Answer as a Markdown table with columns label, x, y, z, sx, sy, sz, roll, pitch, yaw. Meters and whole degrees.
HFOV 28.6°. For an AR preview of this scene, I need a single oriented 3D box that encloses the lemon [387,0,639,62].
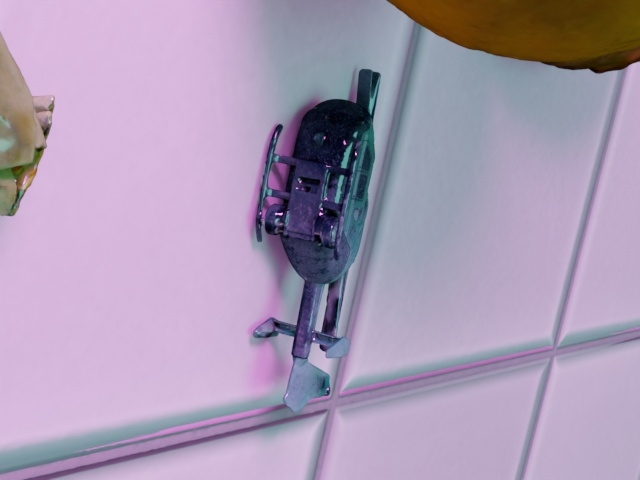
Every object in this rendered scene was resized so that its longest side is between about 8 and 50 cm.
| label | x | y | z | sx | sy | sz | roll | pitch | yaw |
| --- | --- | --- | --- | --- | --- | --- | --- | --- | --- |
| lemon | 0.122 | -0.243 | 0.675 | 0.297 | 0.297 | 0.297 | -30 | 129 | -46 |

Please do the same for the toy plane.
| label | x | y | z | sx | sy | sz | roll | pitch | yaw |
| --- | --- | --- | --- | --- | --- | --- | --- | --- | --- |
| toy plane | 0.000 | 0.000 | 0.826 | 0.096 | 0.060 | 0.235 | -2 | 103 | -69 |

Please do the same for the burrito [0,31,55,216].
| label | x | y | z | sx | sy | sz | roll | pitch | yaw |
| --- | --- | --- | --- | --- | --- | --- | --- | --- | --- |
| burrito | -0.172 | -0.129 | 0.511 | 0.104 | 0.054 | 0.288 | -53 | 141 | -30 |

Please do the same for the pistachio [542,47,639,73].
| label | x | y | z | sx | sy | sz | roll | pitch | yaw |
| --- | --- | --- | --- | --- | --- | --- | --- | --- | --- |
| pistachio | 0.230 | -0.197 | 0.999 | 0.210 | 0.130 | 0.165 | -24 | 135 | -25 |
